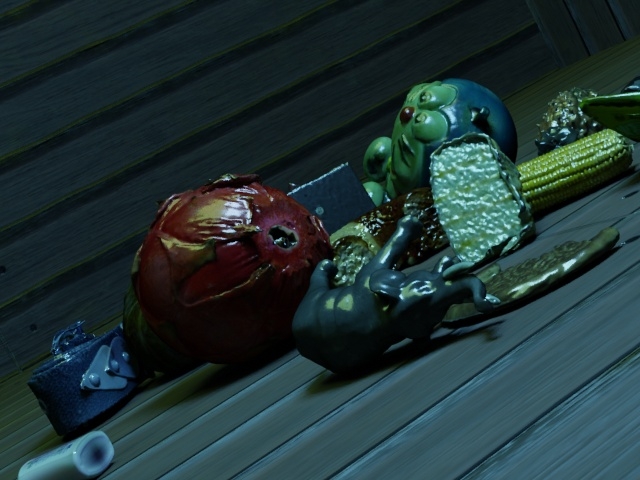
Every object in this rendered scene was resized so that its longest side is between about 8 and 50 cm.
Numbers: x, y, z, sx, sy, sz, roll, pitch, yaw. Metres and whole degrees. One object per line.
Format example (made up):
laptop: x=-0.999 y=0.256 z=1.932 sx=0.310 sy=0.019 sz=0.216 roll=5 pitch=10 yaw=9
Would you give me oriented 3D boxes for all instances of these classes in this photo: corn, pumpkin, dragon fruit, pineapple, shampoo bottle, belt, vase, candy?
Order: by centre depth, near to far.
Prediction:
shampoo bottle: x=-0.275 y=0.242 z=1.406 sx=0.099 sy=0.043 sz=0.072 roll=-26 pitch=4 yaw=22
candy: x=0.400 y=-0.143 z=1.507 sx=0.149 sy=0.069 sz=0.246 roll=-2 pitch=6 yaw=29
corn: x=0.290 y=-0.080 z=1.577 sx=0.165 sy=0.063 sz=0.085 roll=-24 pitch=-4 yaw=19
dragon fruit: x=-0.107 y=0.038 z=1.607 sx=0.252 sy=0.241 sz=0.241 roll=-3 pitch=19 yaw=37
pineapple: x=0.320 y=-0.119 z=1.708 sx=0.108 sy=0.108 sz=0.198 roll=-24 pitch=19 yaw=35
belt: x=-0.328 y=0.180 z=1.832 sx=0.122 sy=0.128 sz=0.218 roll=-27 pitch=4 yaw=11
pumpkin: x=-0.176 y=0.086 z=1.877 sx=0.219 sy=0.162 sz=0.219 roll=-41 pitch=23 yaw=22
vase: x=0.496 y=-0.227 z=2.011 sx=0.060 sy=0.060 sz=0.211 roll=-25 pitch=7 yaw=29

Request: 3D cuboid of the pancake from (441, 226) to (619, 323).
pancake: x=0.191 y=0.030 z=1.232 sx=0.190 sy=0.020 sz=0.184 roll=-26 pitch=4 yaw=20

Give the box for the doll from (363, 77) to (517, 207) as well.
doll: x=0.176 y=-0.123 z=1.957 sx=0.322 sy=0.186 sz=0.199 roll=136 pitch=151 yaw=-67

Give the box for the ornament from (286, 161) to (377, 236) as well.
ornament: x=0.000 y=0.000 z=2.017 sx=0.153 sy=0.166 sz=0.196 roll=-28 pitch=-10 yaw=-14

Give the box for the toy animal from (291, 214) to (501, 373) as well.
toy animal: x=0.075 y=0.048 z=1.212 sx=0.269 sy=0.082 sz=0.137 roll=-21 pitch=29 yaw=44

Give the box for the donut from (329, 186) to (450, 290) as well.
donut: x=0.069 y=0.010 z=1.720 sx=0.217 sy=0.085 sz=0.141 roll=-32 pitch=7 yaw=-30

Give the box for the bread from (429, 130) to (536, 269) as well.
bread: x=0.188 y=-0.033 z=1.501 sx=0.103 sy=0.156 sz=0.110 roll=-19 pitch=-26 yaw=15
